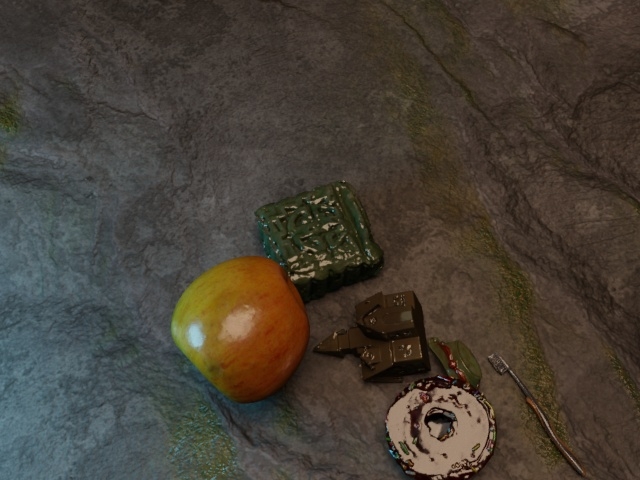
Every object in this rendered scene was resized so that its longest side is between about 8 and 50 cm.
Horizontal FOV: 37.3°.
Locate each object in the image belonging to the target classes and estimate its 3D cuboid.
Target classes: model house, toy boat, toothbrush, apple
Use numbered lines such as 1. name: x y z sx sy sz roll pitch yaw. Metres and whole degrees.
1. model house: 0.097 0.211 2.063 0.248 0.176 0.180 -13 61 12
2. toy boat: 0.299 0.277 2.059 0.089 0.071 0.185 5 50 -47
3. toothbrush: 0.466 0.368 2.034 0.031 0.023 0.321 -33 64 -9
4. apple: -0.153 0.182 1.987 0.275 0.299 0.299 -38 67 -8

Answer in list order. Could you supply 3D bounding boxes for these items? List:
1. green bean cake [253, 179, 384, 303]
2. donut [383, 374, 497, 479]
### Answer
1. green bean cake: 0.000 0.000 2.186 0.255 0.132 0.241 -18 59 -9
2. donut: 0.251 0.395 1.968 0.235 0.089 0.235 -4 68 10
